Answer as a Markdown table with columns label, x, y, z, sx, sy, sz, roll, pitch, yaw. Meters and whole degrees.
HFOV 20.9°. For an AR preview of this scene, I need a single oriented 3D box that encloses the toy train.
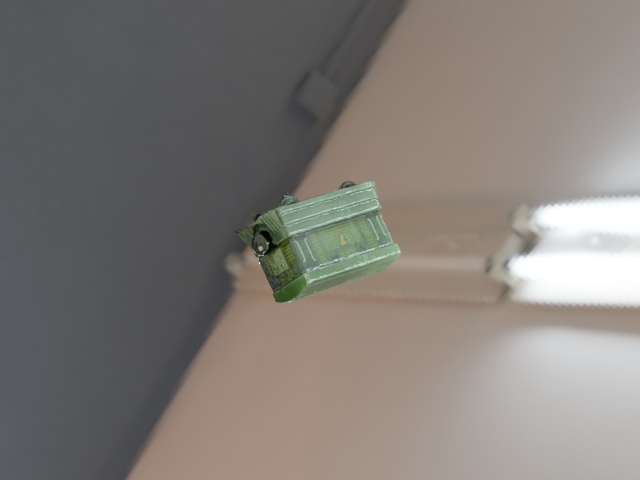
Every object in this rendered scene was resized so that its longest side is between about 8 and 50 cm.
| label | x | y | z | sx | sy | sz | roll | pitch | yaw |
| --- | --- | --- | --- | --- | --- | --- | --- | --- | --- |
| toy train | 0.000 | 0.000 | 0.974 | 0.093 | 0.056 | 0.038 | -17 | 170 | -43 |
